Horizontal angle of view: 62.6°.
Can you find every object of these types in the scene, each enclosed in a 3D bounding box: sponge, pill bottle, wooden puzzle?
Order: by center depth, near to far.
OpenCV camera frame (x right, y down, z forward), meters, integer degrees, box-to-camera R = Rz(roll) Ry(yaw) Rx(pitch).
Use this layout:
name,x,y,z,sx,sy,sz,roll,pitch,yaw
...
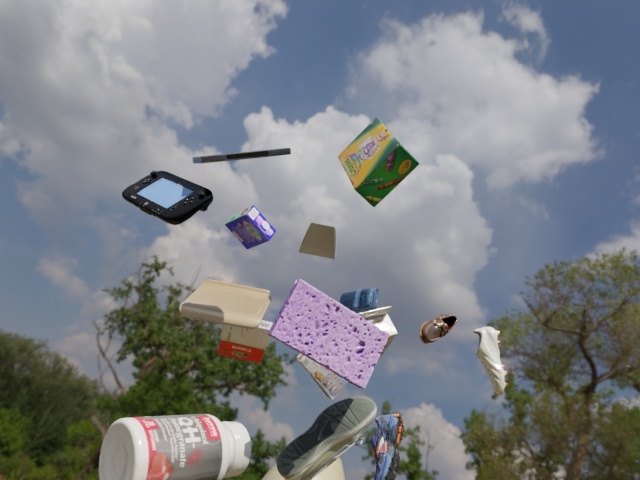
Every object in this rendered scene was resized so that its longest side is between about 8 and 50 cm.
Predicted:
name,x,y,z,sx,sy,sz,roll,pitch,yaw
sponge,0.018,0.175,0.987,0.210,0.117,0.031,33,-16,-11
pill bottle,-0.324,0.496,1.220,0.176,0.176,0.318,-9,-17,42
wooden puzzle,-0.262,0.183,1.496,0.220,0.239,0.044,10,-75,1

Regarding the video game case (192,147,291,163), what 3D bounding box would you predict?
name,x,y,z,sx,sy,sz,roll,pitch,yaw
video game case,-0.252,-0.267,1.661,0.274,0.026,0.196,-10,11,-20

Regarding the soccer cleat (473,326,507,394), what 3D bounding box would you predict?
name,x,y,z,sx,sy,sz,roll,pitch,yaw
soccer cleat,0.489,0.348,1.525,0.076,0.196,0.068,-3,-25,2

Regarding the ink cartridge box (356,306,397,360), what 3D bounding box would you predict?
name,x,y,z,sx,sy,sz,roll,pitch,yaw
ink cartridge box,0.125,0.261,1.397,0.115,0.067,0.198,-10,-37,-24

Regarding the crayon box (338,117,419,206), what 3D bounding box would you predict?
name,x,y,z,sx,sy,sz,roll,pitch,yaw
crayon box,0.152,-0.224,1.462,0.081,0.278,0.165,39,-75,-24

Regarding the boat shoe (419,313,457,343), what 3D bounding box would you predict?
name,x,y,z,sx,sy,sz,roll,pitch,yaw
boat shoe,0.429,0.313,1.907,0.073,0.207,0.073,-20,-88,38

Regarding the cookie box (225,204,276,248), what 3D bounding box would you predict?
name,x,y,z,sx,sy,sz,roll,pitch,yaw
cookie box,-0.178,-0.032,1.333,0.107,0.040,0.092,-19,-62,48

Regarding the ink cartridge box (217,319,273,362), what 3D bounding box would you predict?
name,x,y,z,sx,sy,sz,roll,pitch,yaw
ink cartridge box,-0.303,0.402,2.079,0.189,0.066,0.232,14,-63,-7

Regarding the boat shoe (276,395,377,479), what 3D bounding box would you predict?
name,x,y,z,sx,sy,sz,roll,pitch,yaw
boat shoe,0.028,0.559,1.468,0.118,0.320,0.103,31,-29,50

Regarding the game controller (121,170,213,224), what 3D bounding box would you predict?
name,x,y,z,sx,sy,sz,roll,pitch,yaw
game controller,-0.467,-0.135,1.594,0.319,0.166,0.067,22,-49,38

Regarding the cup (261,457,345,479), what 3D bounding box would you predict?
name,x,y,z,sx,sy,sz,roll,pitch,yaw
cup,-0.043,0.860,1.850,0.331,0.237,0.331,15,-45,16

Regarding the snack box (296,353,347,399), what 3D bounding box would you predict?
name,x,y,z,sx,sy,sz,roll,pitch,yaw
snack box,0.007,0.317,1.283,0.022,0.064,0.178,20,-31,48

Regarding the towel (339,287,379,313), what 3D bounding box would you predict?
name,x,y,z,sx,sy,sz,roll,pitch,yaw
towel,0.101,0.162,1.415,0.119,0.067,0.029,-15,-39,39

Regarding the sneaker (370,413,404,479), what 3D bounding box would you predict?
name,x,y,z,sx,sy,sz,roll,pitch,yaw
sneaker,0.187,0.622,1.555,0.087,0.221,0.083,-3,-38,29

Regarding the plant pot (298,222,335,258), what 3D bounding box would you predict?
name,x,y,z,sx,sy,sz,roll,pitch,yaw
plant pot,0.000,0.000,1.598,0.109,0.096,0.109,10,-1,4
